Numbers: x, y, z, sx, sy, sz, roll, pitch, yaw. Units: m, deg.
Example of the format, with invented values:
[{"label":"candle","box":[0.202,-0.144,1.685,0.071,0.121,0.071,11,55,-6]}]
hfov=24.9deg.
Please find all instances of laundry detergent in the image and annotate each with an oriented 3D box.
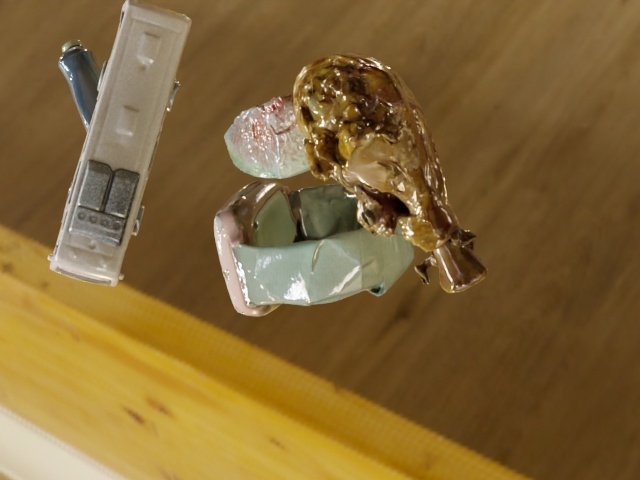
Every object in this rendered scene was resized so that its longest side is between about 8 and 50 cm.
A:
[{"label":"laundry detergent","box":[-0.357,-0.232,2.262,0.061,0.096,0.206,-28,-110,9]}]

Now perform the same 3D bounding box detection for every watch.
[{"label":"watch","box":[0.000,0.000,1.889,0.241,0.162,0.253,-9,-160,20]}]

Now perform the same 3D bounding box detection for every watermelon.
[{"label":"watermelon","box":[-0.046,-0.114,1.621,0.180,0.094,0.081,-21,-161,40]}]

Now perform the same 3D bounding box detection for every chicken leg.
[{"label":"chicken leg","box":[0.055,-0.047,1.079,0.085,0.207,0.101,-30,-171,19]}]

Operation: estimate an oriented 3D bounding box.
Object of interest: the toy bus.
[{"label":"toy bus","box":[-0.237,-0.114,1.736,0.097,0.342,0.138,16,-179,-10]}]
